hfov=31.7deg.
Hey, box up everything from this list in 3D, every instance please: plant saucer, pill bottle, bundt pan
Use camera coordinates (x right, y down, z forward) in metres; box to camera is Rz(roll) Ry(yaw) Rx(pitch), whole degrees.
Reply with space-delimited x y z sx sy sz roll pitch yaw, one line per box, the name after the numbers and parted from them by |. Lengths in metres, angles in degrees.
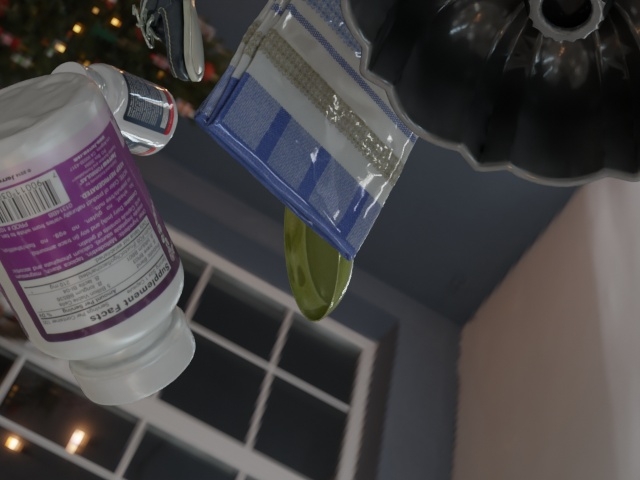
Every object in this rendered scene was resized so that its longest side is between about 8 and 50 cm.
0.000 0.000 1.675 0.241 0.037 0.241 177 -90 -70 | plant saucer
-0.232 0.006 1.082 0.169 0.301 0.169 -16 -151 9 | pill bottle
-0.293 -0.187 1.567 0.108 0.108 0.180 -59 151 9 | pill bottle
0.185 -0.203 0.835 0.331 0.331 0.124 -51 -164 44 | bundt pan

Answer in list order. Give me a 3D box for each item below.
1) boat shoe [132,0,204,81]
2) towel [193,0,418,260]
-0.194 -0.291 1.415 0.095 0.079 0.254 87 -7 -55 | boat shoe
0.020 -0.154 1.011 0.034 0.209 0.285 -2 -126 50 | towel
